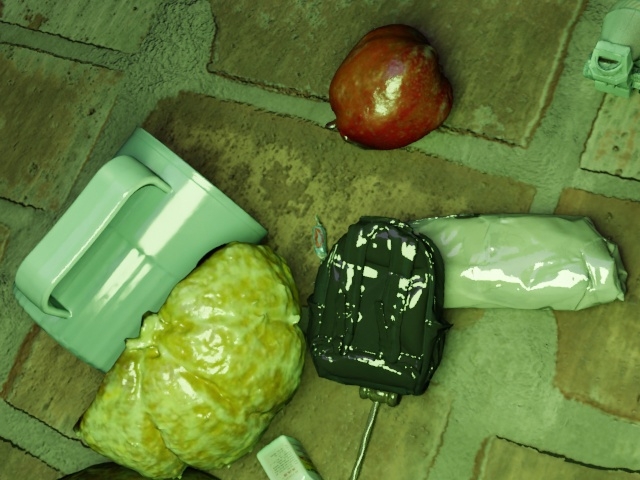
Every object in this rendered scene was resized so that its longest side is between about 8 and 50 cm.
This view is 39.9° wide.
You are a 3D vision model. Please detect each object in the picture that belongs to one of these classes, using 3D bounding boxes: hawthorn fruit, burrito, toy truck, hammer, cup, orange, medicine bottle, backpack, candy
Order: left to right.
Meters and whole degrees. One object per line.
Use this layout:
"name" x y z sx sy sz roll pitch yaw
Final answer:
"cup" -0.266 0.030 1.302 0.257 0.331 0.311 40 87 -13
"orange" -0.143 0.185 1.224 0.210 0.271 0.368 36 86 14
"medicine bottle" -0.031 0.335 1.227 0.055 0.074 0.118 -36 61 2
"candy" 0.000 0.000 1.379 0.020 0.030 0.083 -10 74 13
"hammer" 0.046 0.340 1.229 0.058 0.029 0.292 11 75 25
"backpack" 0.079 0.089 1.194 0.206 0.133 0.258 11 107 16
"hawthorn fruit" 0.096 -0.222 1.353 0.202 0.185 0.185 -33 62 10
"burrito" 0.200 0.031 1.254 0.446 0.101 0.139 -2 73 19
"toy truck" 0.466 -0.322 1.280 0.108 0.140 0.256 24 79 26

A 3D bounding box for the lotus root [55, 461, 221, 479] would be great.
"lotus root" -0.286 0.386 1.248 0.314 0.210 0.142 3 81 6
